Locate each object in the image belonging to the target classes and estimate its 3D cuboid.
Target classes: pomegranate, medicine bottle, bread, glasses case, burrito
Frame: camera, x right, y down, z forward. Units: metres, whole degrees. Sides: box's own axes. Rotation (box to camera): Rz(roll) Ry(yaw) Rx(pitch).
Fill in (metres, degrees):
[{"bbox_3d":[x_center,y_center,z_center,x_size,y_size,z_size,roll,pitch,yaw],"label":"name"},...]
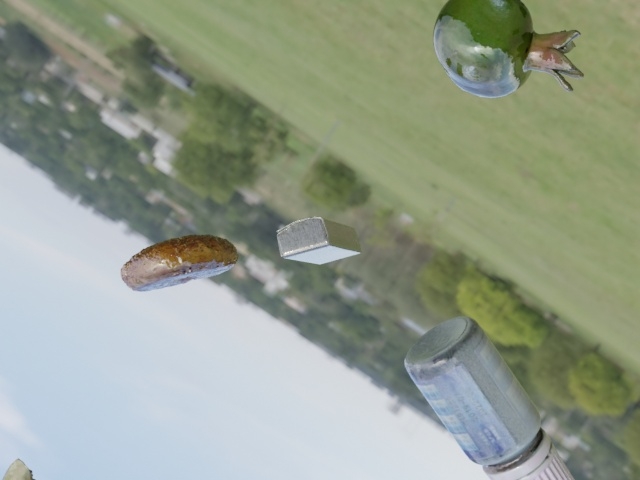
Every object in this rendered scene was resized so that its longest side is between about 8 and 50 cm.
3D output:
[{"bbox_3d":[0.242,-0.252,1.709,0.191,0.131,0.152,10,165,23],"label":"pomegranate"},{"bbox_3d":[0.165,0.172,1.267,0.203,0.083,0.083,55,176,-13],"label":"medicine bottle"},{"bbox_3d":[-0.227,0.036,2.144,0.193,0.193,0.064,31,-136,-77],"label":"bread"},{"bbox_3d":[0.000,0.000,1.869,0.205,0.071,0.047,11,-117,-76],"label":"glasses case"},{"bbox_3d":[-0.399,0.346,1.591,0.041,0.185,0.045,37,168,-23],"label":"burrito"}]
